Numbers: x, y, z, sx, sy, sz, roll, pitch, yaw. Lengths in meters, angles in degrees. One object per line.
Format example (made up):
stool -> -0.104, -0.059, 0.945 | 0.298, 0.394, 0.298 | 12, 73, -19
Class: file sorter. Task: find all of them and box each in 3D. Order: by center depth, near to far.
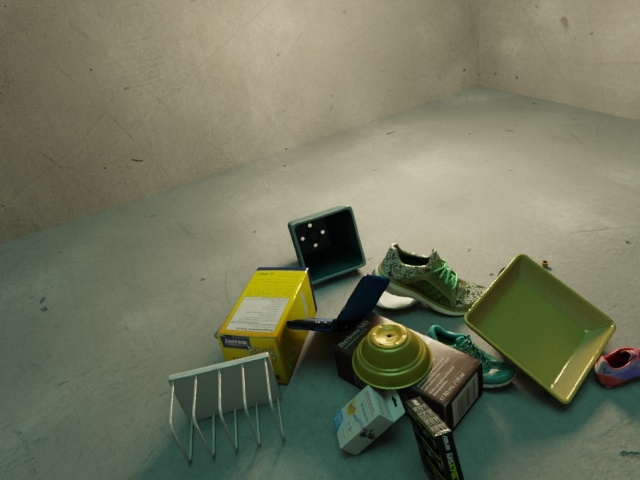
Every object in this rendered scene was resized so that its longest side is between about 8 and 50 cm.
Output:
file sorter -> -0.252, 0.459, 1.351 | 0.278, 0.192, 0.173 | -13, 34, -3

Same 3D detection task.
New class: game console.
game console -> 0.063, 0.194, 1.561 | 0.251, 0.173, 0.293 | 0, -7, 22

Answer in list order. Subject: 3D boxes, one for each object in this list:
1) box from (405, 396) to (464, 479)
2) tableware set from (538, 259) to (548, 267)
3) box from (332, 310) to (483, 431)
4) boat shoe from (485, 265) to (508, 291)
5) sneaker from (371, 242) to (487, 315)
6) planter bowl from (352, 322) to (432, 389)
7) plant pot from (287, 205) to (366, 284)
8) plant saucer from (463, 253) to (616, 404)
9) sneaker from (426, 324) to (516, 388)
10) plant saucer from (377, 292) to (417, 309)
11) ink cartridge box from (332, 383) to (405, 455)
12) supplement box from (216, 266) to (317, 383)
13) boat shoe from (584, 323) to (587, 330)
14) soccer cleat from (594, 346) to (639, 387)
box -> 0.259, 0.472, 1.112 | 0.045, 0.184, 0.191 | -14, 5, -8
tableware set -> 0.770, 0.118, 1.743 | 0.104, 0.024, 0.154 | 7, 35, 26
box -> 0.240, 0.361, 1.405 | 0.382, 0.143, 0.191 | 18, 41, 41
boat shoe -> 0.586, 0.177, 1.575 | 0.119, 0.121, 0.335 | 32, 36, -7
sneaker -> 0.383, 0.120, 1.658 | 0.411, 0.181, 0.158 | 15, 38, 4
planter bowl -> 0.187, 0.284, 1.330 | 0.218, 0.090, 0.217 | -8, 32, 5
plant pot -> 0.000, 0.000, 1.985 | 0.247, 0.247, 0.252 | -19, 14, -13
plant saucer -> 0.609, 0.246, 1.412 | 0.333, 0.081, 0.333 | 41, 59, 18
sneaker -> 0.419, 0.329, 1.425 | 0.275, 0.109, 0.107 | 20, 43, 40
plant saucer -> 0.268, 0.192, 1.765 | 0.195, 0.037, 0.194 | -7, 31, 4
ink cartridge box -> 0.121, 0.448, 1.278 | 0.181, 0.062, 0.104 | -47, 28, 15
supplement box -> -0.159, 0.265, 1.632 | 0.194, 0.195, 0.356 | 0, 32, 18
boat shoe -> 0.782, 0.217, 1.550 | 0.072, 0.068, 0.190 | -7, 39, -17
soccer cleat -> 0.847, 0.315, 1.325 | 0.248, 0.095, 0.083 | -17, 34, -6
